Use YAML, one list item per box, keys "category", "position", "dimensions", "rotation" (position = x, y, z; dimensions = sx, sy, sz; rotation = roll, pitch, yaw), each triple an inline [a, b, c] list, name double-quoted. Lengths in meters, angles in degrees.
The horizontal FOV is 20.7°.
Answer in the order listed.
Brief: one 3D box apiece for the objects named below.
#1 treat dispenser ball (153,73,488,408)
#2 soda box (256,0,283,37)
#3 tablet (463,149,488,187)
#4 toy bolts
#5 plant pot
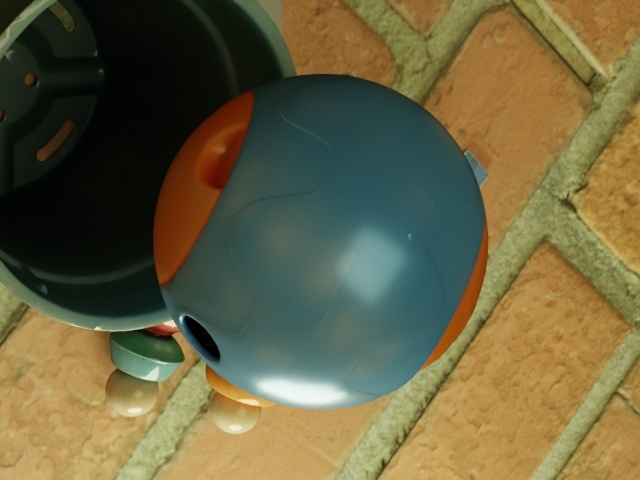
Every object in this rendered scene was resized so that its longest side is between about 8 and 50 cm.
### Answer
- category: "treat dispenser ball"
  position: [0.000, 0.000, 1.506]
  dimensions: [0.288, 0.288, 0.288]
  rotation: [-11, 111, -31]
- category: "soda box"
  position: [-0.103, -0.283, 1.883]
  dimensions: [0.098, 0.091, 0.286]
  rotation: [-11, 111, -31]
- category: "tablet"
  position: [0.172, -0.067, 2.193]
  dimensions: [0.083, 0.006, 0.054]
  rotation: [-51, 126, -11]
- category: "toy bolts"
  position: [-0.126, 0.150, 1.956]
  dimensions: [0.229, 0.218, 0.158]
  rotation: [17, 102, -19]
- category: "plant pot"
  position: [-0.250, -0.123, 1.684]
  dimensions: [0.341, 0.334, 0.341]
  rotation: [-12, 111, -32]
